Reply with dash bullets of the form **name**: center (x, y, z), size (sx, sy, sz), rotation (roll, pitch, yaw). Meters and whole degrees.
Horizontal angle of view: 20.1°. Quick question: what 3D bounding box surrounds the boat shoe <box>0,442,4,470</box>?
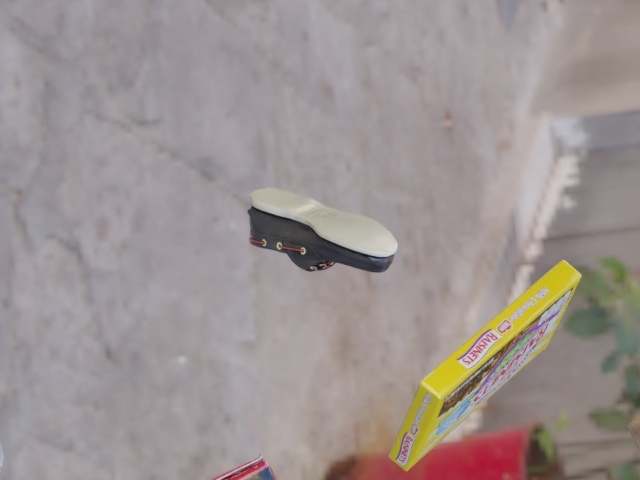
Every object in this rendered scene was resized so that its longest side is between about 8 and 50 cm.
- **boat shoe**: center (-0.275, 0.127, 1.218), size (0.065, 0.083, 0.183), rotation (49, 0, -36)

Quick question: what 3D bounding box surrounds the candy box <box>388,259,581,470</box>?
- **candy box**: center (0.139, 0.103, 1.508), size (0.206, 0.027, 0.105), rotation (-36, 158, -38)

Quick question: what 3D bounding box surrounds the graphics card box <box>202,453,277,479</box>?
- **graphics card box**: center (-0.014, 0.322, 1.078), size (0.371, 0.094, 0.233), rotation (63, -19, 4)

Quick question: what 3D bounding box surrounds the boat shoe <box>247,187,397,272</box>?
- **boat shoe**: center (0.001, 0.000, 1.257), size (0.049, 0.133, 0.042), rotation (-14, 116, -44)

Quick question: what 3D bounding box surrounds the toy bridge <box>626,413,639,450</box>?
- **toy bridge**: center (0.293, 0.113, 1.317), size (0.188, 0.026, 0.063), rotation (-34, 99, -41)
